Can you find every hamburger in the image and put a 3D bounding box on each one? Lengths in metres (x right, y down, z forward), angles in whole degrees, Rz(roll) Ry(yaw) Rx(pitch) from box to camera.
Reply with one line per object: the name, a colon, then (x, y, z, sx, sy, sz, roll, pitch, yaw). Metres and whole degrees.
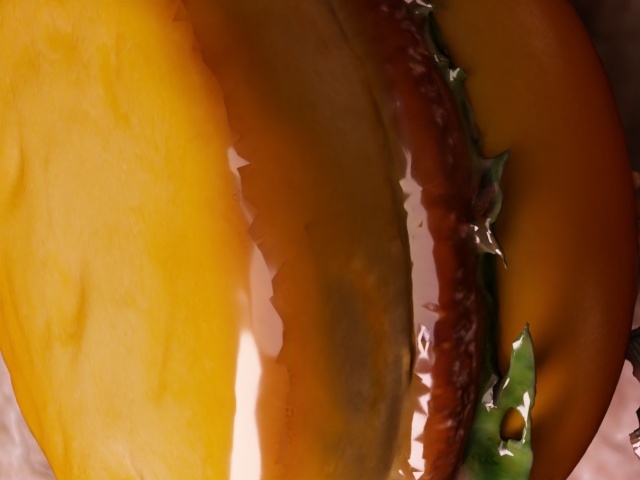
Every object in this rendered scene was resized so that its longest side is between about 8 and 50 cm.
hamburger: (-0.001, -0.002, 0.511, 0.246, 0.170, 0.246, 36, 132, 52)

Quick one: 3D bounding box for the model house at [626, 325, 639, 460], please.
model house: (0.129, 0.037, 0.500, 0.058, 0.083, 0.057, -34, 84, 36)
